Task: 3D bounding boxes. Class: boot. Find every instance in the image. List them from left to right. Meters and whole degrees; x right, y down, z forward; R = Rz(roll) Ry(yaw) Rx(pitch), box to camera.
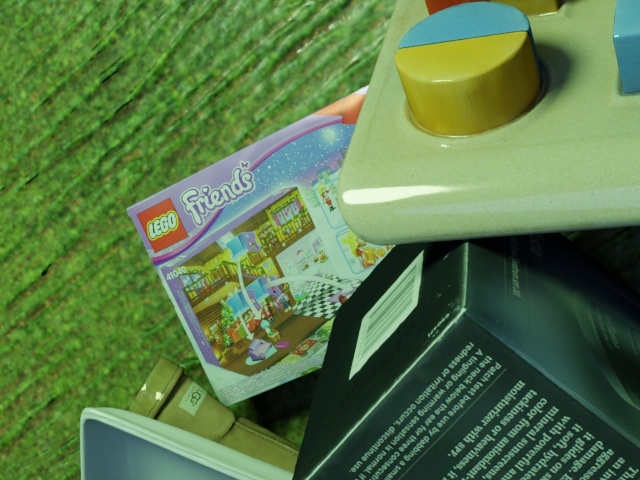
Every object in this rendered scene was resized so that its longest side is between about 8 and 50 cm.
[{"bbox_3d":[-0.073,0.246,1.160,0.270,0.089,0.236,33,138,-1],"label":"boot"}]

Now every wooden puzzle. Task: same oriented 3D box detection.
[{"bbox_3d":[0.186,-0.158,0.883,0.322,0.347,0.080,-4,136,21],"label":"wooden puzzle"}]

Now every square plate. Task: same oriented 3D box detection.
[{"bbox_3d":[-0.042,0.294,1.101,0.344,0.049,0.347,18,135,8],"label":"square plate"}]

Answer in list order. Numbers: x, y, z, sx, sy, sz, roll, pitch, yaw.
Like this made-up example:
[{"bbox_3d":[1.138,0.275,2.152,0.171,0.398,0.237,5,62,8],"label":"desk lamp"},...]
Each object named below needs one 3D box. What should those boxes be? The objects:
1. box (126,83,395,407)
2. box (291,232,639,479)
[{"bbox_3d":[0.000,0.000,1.109,0.293,0.057,0.200,-25,92,23],"label":"box"},{"bbox_3d":[0.162,0.132,0.907,0.294,0.296,0.182,38,111,-8],"label":"box"}]
